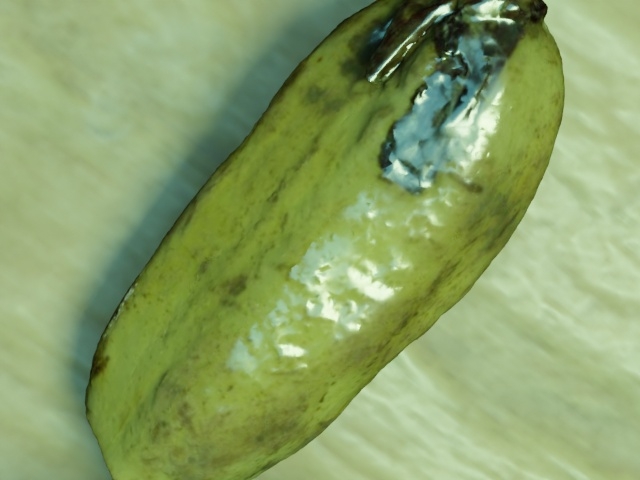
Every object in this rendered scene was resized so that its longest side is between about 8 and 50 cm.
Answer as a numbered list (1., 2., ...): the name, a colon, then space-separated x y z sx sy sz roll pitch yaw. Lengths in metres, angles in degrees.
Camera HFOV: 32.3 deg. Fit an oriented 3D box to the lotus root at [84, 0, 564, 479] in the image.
1. lotus root: 0.000 0.000 0.443 0.258 0.097 0.110 -48 59 7
